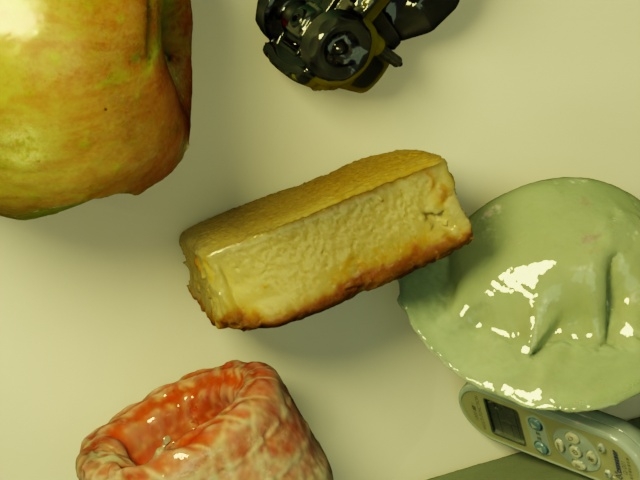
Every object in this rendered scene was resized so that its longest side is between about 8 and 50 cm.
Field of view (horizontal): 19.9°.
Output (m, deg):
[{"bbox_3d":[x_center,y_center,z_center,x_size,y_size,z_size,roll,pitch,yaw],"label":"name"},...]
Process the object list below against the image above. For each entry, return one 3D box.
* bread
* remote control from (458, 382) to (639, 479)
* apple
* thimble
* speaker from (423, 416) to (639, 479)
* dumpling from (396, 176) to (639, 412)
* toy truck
[{"bbox_3d":[0.000,0.000,1.879,0.274,0.185,0.114,-20,101,-10],"label":"bread"},{"bbox_3d":[0.254,0.202,1.963,0.047,0.244,0.087,-47,135,-28],"label":"remote control"},{"bbox_3d":[-0.274,-0.184,1.706,0.339,0.339,0.340,-3,101,-13],"label":"apple"},{"bbox_3d":[-0.122,0.237,1.874,0.239,0.239,0.162,-27,106,-7],"label":"thimble"},{"bbox_3d":[0.287,0.338,2.018,0.406,0.183,0.184,-15,109,-10],"label":"speaker"},{"bbox_3d":[0.277,0.069,1.958,0.320,0.212,0.270,-30,70,7],"label":"dumpling"},{"bbox_3d":[0.054,-0.243,1.876,0.165,0.147,0.224,32,95,-39],"label":"toy truck"}]
